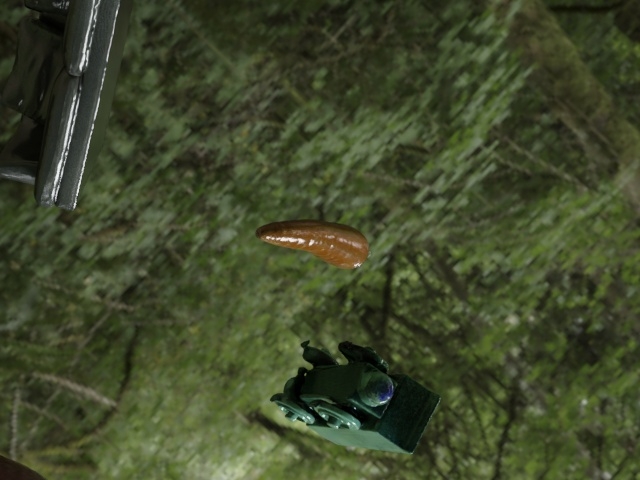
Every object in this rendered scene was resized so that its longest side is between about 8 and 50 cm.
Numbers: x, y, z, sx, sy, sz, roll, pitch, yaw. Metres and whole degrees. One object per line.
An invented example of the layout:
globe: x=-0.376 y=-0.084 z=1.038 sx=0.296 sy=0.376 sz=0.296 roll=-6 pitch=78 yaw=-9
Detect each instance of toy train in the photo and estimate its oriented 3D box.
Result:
toy train: x=0.026 y=0.133 z=0.836 sx=0.070 sy=0.099 sz=0.172 roll=-60 pitch=-164 yaw=-18

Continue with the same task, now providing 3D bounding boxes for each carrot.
carrot: x=0.000 y=0.000 z=0.758 sx=0.035 sy=0.035 sz=0.142 roll=-47 pitch=151 yaw=16

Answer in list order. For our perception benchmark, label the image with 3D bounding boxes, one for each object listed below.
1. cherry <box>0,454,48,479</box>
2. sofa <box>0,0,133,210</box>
cherry: x=-0.274 y=0.271 z=0.789 sx=0.249 sy=0.192 sz=0.175 roll=95 pitch=10 yaw=-46
sofa: x=-0.130 y=-0.099 z=0.501 sx=0.085 sy=0.060 sz=0.147 roll=-92 pitch=-161 yaw=-60
